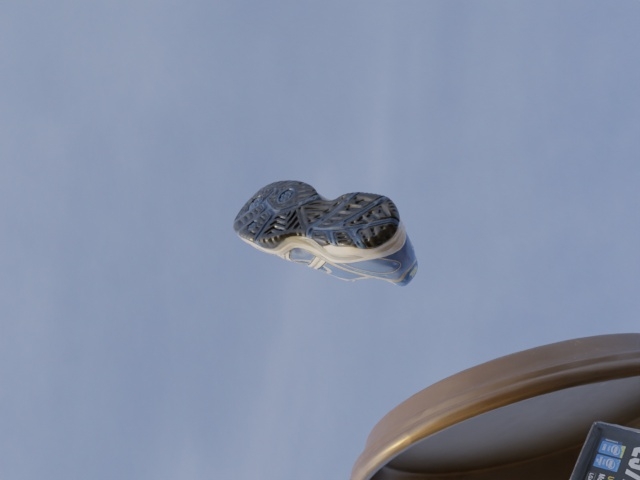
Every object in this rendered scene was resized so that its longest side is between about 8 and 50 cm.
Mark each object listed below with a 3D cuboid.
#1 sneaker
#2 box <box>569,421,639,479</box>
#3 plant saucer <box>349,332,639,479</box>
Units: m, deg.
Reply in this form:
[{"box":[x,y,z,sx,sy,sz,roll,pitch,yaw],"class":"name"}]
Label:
[{"box":[0.000,0.000,1.139,0.080,0.211,0.081,-53,-50,-20],"class":"sneaker"},{"box":[0.113,0.285,0.572,0.079,0.322,0.257,13,-54,22],"class":"box"},{"box":[0.150,0.131,0.861,0.277,0.278,0.041,-9,-117,-9],"class":"plant saucer"}]
